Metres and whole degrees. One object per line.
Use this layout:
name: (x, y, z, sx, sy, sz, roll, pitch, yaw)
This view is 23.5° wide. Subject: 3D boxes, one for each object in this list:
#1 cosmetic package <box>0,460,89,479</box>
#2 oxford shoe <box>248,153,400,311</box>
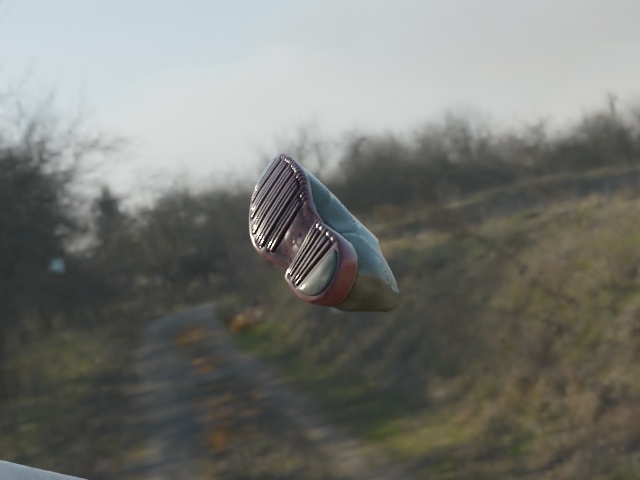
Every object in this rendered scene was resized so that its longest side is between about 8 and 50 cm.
cosmetic package: (-0.426, 0.478, 1.846, 0.329, 0.327, 0.393, -21, -17, 7)
oxford shoe: (0.000, 0.000, 2.068, 0.130, 0.123, 0.348, 23, 22, -30)
